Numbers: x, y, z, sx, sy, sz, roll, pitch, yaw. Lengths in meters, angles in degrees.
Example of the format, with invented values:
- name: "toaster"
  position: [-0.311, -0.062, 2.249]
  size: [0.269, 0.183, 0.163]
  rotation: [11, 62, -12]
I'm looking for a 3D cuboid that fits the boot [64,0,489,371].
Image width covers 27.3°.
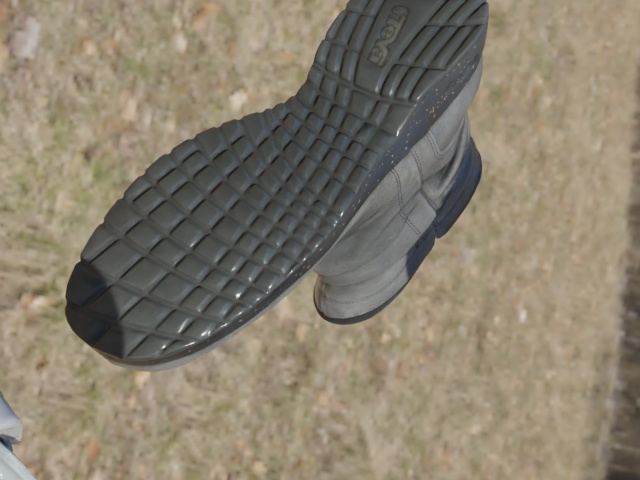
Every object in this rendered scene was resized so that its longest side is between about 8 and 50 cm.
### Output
- name: "boot"
  position: [0.000, 0.000, 0.852]
  size: [0.338, 0.118, 0.223]
  rotation: [-41, 153, -19]

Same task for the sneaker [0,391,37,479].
- name: "sneaker"
  position: [-0.102, 0.102, 0.418]
  size: [0.137, 0.210, 0.366]
  rotation: [-32, 108, -57]
